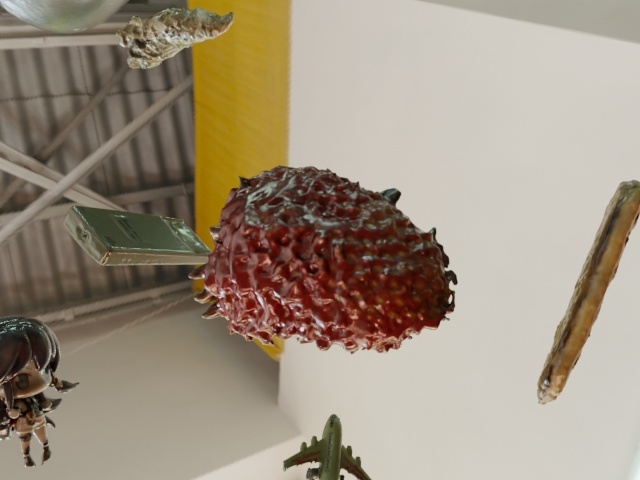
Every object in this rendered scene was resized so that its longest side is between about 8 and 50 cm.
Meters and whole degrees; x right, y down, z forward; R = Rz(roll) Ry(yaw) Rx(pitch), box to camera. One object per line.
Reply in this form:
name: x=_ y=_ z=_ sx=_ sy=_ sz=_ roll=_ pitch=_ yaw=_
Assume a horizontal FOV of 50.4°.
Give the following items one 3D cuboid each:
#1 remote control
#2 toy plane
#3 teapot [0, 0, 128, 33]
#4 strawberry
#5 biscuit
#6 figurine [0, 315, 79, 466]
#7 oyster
remote control: x=-0.300 y=-0.001 z=1.177 sx=0.038 sy=0.123 sz=0.285 roll=-54 pitch=-23 yaw=15
toy plane: x=0.010 y=0.230 z=0.706 sx=0.102 sy=0.111 sz=0.040 roll=21 pitch=-57 yaw=-14
teapot: x=-0.297 y=-0.399 z=0.791 sx=0.305 sy=0.285 sz=0.223 roll=12 pitch=-104 yaw=-49
strawberry: x=0.000 y=0.000 z=0.760 sx=0.137 sy=0.307 sz=0.233 roll=53 pitch=-131 yaw=-45
biscuit: x=0.272 y=0.053 z=0.690 sx=0.247 sy=0.029 sz=0.118 roll=-67 pitch=-18 yaw=-3
figurine: x=-0.570 y=0.271 z=1.255 sx=0.197 sy=0.175 sz=0.264 roll=14 pitch=-90 yaw=-3
oyster: x=-0.244 y=-0.330 z=1.086 sx=0.200 sy=0.061 sz=0.106 roll=-27 pitch=-56 yaw=33
